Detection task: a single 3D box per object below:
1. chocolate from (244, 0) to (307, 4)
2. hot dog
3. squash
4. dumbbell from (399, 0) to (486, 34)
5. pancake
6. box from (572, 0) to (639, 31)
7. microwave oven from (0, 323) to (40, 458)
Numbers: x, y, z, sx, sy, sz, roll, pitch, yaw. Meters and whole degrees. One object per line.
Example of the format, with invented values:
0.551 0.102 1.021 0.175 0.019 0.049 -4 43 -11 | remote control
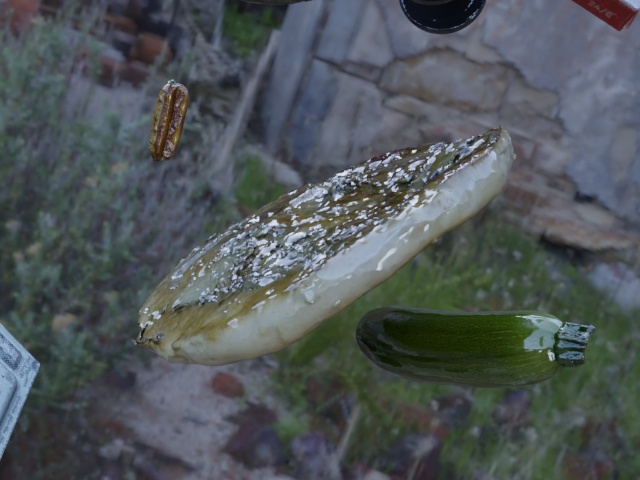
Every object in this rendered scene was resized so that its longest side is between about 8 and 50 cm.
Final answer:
-0.043 -0.517 1.594 0.314 0.297 0.326 8 53 2 | chocolate
-0.219 -0.169 1.723 0.049 0.122 0.037 9 14 -37 | hot dog
0.117 0.090 1.026 0.069 0.069 0.258 2 -3 -40 | squash
0.124 -0.276 1.266 0.099 0.099 0.208 25 -4 15 | dumbbell
-0.001 -0.002 0.981 0.356 0.065 0.356 -24 12 6 | pancake
0.229 -0.313 1.156 0.229 0.123 0.050 33 -16 2 | box
-0.461 0.203 1.502 0.122 0.162 0.208 51 22 -24 | microwave oven
